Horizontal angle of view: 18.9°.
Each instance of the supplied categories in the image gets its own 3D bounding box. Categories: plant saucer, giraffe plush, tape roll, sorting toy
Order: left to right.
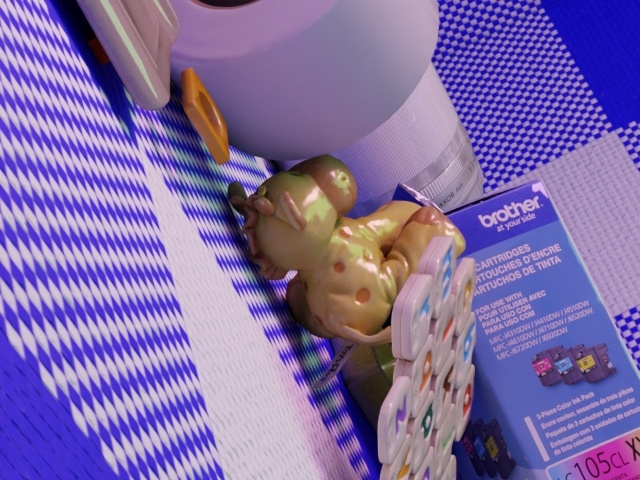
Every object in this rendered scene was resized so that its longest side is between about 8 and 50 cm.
[{"bbox_3d":[-0.170,-0.197,1.466,0.347,0.047,0.196,61,11,-20],"label":"sorting toy"},{"bbox_3d":[-0.036,-0.214,1.697,0.169,0.246,0.246,51,14,-53],"label":"tape roll"},{"bbox_3d":[0.000,0.000,1.727,0.170,0.181,0.210,51,44,-20],"label":"giraffe plush"},{"bbox_3d":[0.055,0.136,2.016,0.188,0.045,0.188,60,7,-40],"label":"plant saucer"}]

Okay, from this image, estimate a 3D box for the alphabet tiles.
[{"bbox_3d":[0.090,0.145,1.657,0.278,0.021,0.284,-55,148,-55],"label":"alphabet tiles"}]

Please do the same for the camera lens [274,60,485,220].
[{"bbox_3d":[0.049,-0.131,2.270,0.274,0.219,0.219,61,6,-28],"label":"camera lens"}]

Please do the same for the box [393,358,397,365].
[{"bbox_3d":[0.153,0.073,2.174,0.100,0.244,0.060,65,5,16],"label":"box"}]

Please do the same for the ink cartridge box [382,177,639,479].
[{"bbox_3d":[0.186,0.120,1.924,0.270,0.151,0.395,111,-41,-68],"label":"ink cartridge box"}]
